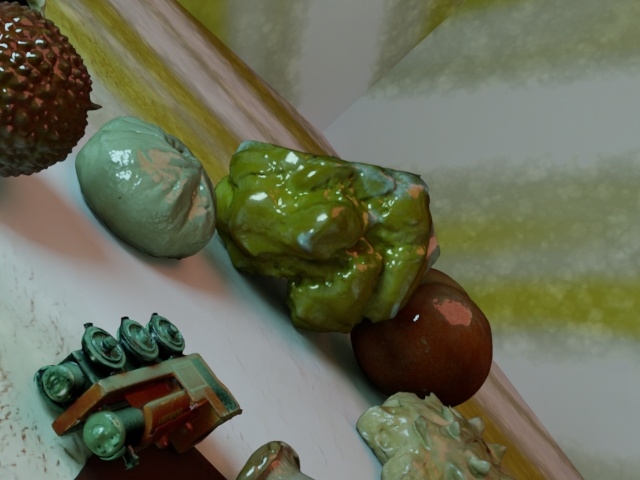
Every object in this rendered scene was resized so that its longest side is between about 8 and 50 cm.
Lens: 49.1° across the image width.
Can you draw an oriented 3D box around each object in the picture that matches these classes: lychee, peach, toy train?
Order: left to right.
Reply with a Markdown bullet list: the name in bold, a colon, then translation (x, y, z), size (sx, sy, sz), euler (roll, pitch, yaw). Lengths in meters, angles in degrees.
- **lychee**: translation (-0.292, -0.139, 0.649), size (0.165, 0.165, 0.197), euler (51, 27, 10)
- **toy train**: translation (-0.143, 0.123, 0.562), size (0.118, 0.074, 0.176), euler (50, 10, 11)
- **peach**: translation (0.175, 0.172, 1.210), size (0.252, 0.252, 0.252), euler (46, 11, -12)

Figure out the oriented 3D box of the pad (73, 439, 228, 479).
- **pad**: translation (-0.079, 0.252, 0.557), size (0.267, 0.004, 0.181), euler (47, 11, -7)

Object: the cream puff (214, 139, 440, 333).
- **cream puff**: translation (0.000, 0.000, 1.114), size (0.378, 0.276, 0.378), euler (13, 7, -2)

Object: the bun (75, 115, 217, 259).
- **bun**: translation (-0.202, -0.068, 0.875), size (0.195, 0.118, 0.195), euler (49, 8, -9)

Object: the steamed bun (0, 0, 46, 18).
- **steamed bun**: translation (-0.374, -0.247, 0.774), size (0.140, 0.172, 0.155), euler (-30, 107, -41)

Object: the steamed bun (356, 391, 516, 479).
- **steamed bun**: translation (0.190, 0.326, 1.015), size (0.295, 0.137, 0.292), euler (49, 14, -9)

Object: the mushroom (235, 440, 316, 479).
- **mushroom**: translation (0.000, 0.265, 0.589), size (0.097, 0.088, 0.212), euler (-11, 48, -39)
